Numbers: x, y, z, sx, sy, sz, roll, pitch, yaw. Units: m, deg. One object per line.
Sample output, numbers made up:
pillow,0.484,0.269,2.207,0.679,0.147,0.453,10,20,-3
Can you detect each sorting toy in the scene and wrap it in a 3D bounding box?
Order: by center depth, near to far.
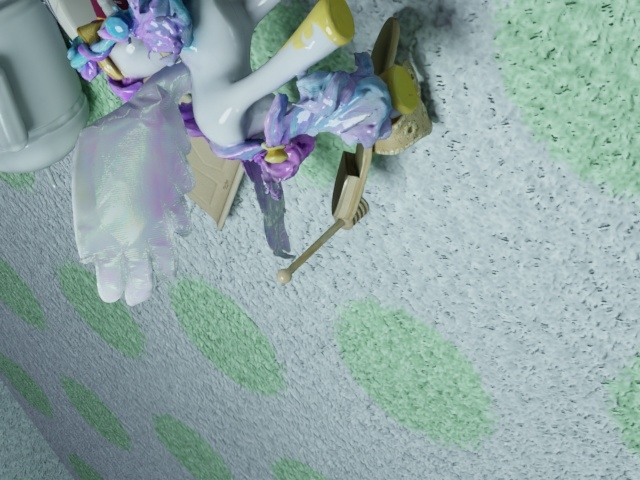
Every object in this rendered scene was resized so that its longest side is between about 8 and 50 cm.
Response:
sorting toy,-0.185,-0.136,1.193,0.208,0.038,0.193,45,147,10

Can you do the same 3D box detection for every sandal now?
sandal,0.078,-0.120,0.892,0.079,0.088,0.240,10,127,-9

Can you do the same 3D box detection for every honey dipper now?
honey dipper,0.000,0.000,1.012,0.030,0.160,0.031,29,143,26

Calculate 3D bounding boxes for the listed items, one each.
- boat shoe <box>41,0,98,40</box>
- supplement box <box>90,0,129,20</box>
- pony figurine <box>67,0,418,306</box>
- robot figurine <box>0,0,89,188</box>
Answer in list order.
boat shoe,-0.334,-0.357,1.061,0.158,0.127,0.341,-8,112,58
supplement box,-0.220,-0.346,0.944,0.080,0.104,0.188,18,138,35
pony figurine,-0.094,-0.141,0.835,0.363,0.302,0.351,-15,90,36
robot figurine,-0.467,-0.247,1.231,0.300,0.199,0.354,-112,7,-53
